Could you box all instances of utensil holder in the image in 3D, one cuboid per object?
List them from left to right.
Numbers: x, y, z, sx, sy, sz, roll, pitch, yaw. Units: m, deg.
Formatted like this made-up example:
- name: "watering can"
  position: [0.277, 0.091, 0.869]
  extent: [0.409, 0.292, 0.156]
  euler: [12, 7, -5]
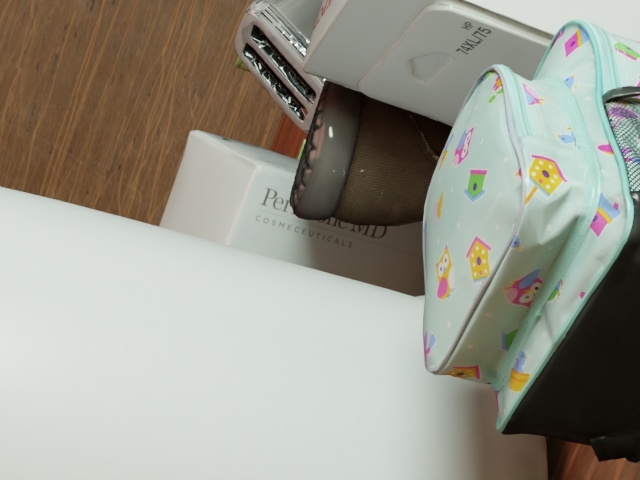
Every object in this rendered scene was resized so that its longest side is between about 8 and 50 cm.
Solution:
- name: "utensil holder"
  position: [-0.113, 0.147, 0.822]
  extent: [0.327, 0.386, 0.327]
  euler: [-163, 90, -72]

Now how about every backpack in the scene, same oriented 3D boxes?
- name: "backpack"
  position: [0.126, -0.011, 0.655]
  extent: [0.188, 0.144, 0.165]
  euler: [-76, 4, -49]

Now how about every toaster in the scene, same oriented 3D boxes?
- name: "toaster"
  position: [0.004, -0.228, 1.567]
  extent: [0.146, 0.227, 0.129]
  euler: [-36, -8, -28]

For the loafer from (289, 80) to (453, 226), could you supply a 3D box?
- name: "loafer"
  position: [0.064, -0.102, 1.108]
  extent: [0.366, 0.130, 0.133]
  euler: [-73, 2, -58]

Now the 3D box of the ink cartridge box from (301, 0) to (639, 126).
- name: "ink cartridge box"
  position: [0.132, -0.222, 0.882]
  extent: [0.198, 0.197, 0.270]
  euler: [142, 147, -74]

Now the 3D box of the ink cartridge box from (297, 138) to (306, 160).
- name: "ink cartridge box"
  position: [0.000, 0.000, 1.544]
  extent: [0.062, 0.109, 0.209]
  euler: [-168, 97, -81]

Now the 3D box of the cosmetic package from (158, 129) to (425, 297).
- name: "cosmetic package"
  position: [-0.058, 0.120, 1.190]
  extent: [0.156, 0.217, 0.384]
  euler: [35, 109, 59]

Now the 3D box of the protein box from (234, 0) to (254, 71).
- name: "protein box"
  position: [0.020, -0.302, 1.764]
  extent: [0.136, 0.201, 0.199]
  euler: [122, 164, -58]
